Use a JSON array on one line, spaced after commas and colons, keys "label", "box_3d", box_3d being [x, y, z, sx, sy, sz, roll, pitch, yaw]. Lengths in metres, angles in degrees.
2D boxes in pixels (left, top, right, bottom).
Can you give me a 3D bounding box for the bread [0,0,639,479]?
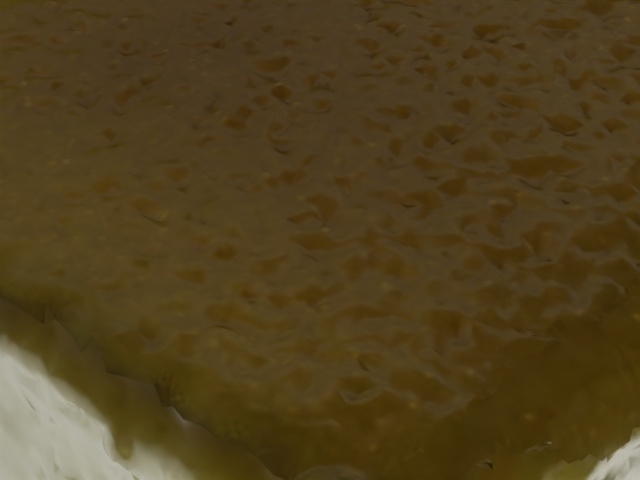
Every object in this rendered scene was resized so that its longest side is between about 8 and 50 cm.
[{"label": "bread", "box_3d": [0.000, 0.000, 0.596, 0.323, 0.143, 0.333, 32, -134, 33]}]
